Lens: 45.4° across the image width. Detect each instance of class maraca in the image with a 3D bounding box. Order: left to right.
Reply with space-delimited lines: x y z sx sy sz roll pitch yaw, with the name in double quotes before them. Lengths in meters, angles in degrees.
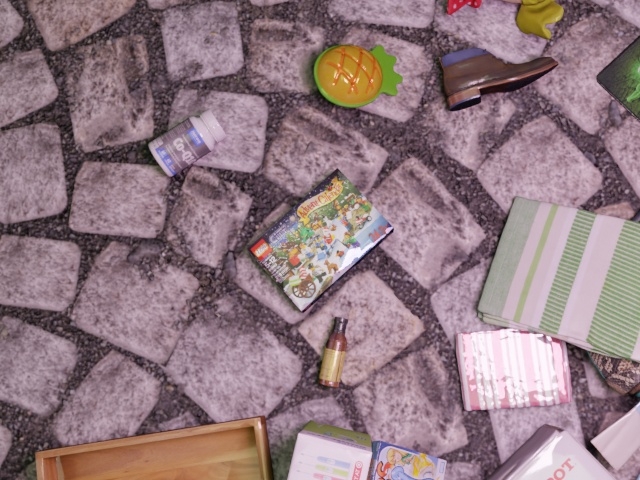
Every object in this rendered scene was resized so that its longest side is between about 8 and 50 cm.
"maraca" 0.073 -0.317 1.463 0.186 0.099 0.127 -13 85 -24

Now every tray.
"tray" -0.291 0.448 1.374 0.411 0.076 0.203 -9 81 3

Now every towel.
"towel" 0.349 0.231 1.389 0.197 0.029 0.144 -6 81 6
"towel" 0.460 0.068 1.337 0.325 0.038 0.248 15 78 32

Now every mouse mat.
"mouse mat" 0.646 -0.322 1.466 0.190 0.007 0.152 -43 80 -4

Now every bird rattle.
"bird rattle" 0.356 -0.502 1.427 0.253 0.207 0.143 24 65 -2

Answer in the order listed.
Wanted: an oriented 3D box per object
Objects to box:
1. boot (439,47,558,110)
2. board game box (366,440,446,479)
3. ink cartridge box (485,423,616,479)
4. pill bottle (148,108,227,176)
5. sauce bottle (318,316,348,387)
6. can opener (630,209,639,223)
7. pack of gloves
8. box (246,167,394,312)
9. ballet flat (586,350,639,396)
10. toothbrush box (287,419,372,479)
"boot" 0.333 -0.333 1.452 0.219 0.082 0.106 -20 83 3
"board game box" 0.135 0.461 1.312 0.136 0.035 0.201 20 66 -15
"ink cartridge box" 0.426 0.538 1.264 0.279 0.160 0.384 -43 81 -4
"pill bottle" -0.254 -0.190 1.471 0.137 0.078 0.078 -33 80 -1
"sauce bottle" 0.027 0.205 1.407 0.042 0.042 0.128 12 80 6
"can opener" 0.601 -0.045 1.402 0.073 0.059 0.186 40 96 -18
"pack of gloves" 0.603 0.327 1.323 0.232 0.046 0.195 -41 107 6
"box" 0.000 0.000 1.439 0.233 0.044 0.159 -42 81 -3
"ballet flat" 0.663 0.067 1.333 0.483 0.164 0.182 -38 71 1
"toothbrush box" 0.006 0.418 1.251 0.122 0.283 0.206 13 81 6
